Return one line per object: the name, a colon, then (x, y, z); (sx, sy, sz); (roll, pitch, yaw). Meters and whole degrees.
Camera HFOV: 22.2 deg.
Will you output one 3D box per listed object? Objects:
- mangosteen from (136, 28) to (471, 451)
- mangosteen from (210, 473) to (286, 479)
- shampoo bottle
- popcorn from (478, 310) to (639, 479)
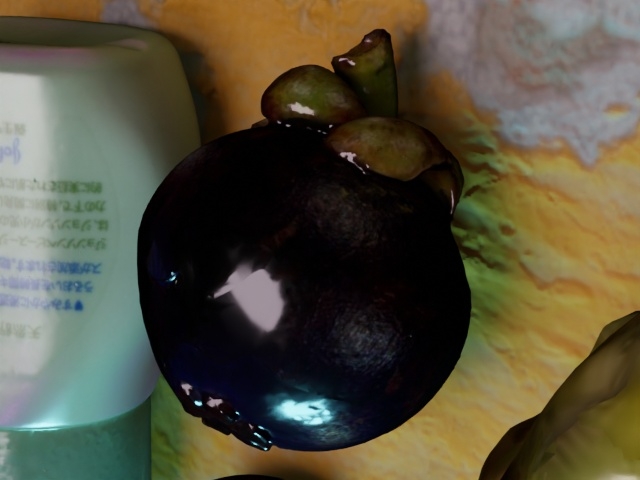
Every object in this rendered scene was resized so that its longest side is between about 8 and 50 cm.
mangosteen: (0.000, 0.000, 0.877); (0.194, 0.194, 0.230); (17, 76, 32)
mangosteen: (-0.043, 0.210, 0.994); (0.140, 0.140, 0.140); (10, 107, 34)
shampoo bottle: (-0.177, 0.042, 1.019); (0.222, 0.151, 0.349); (7, 105, 22)
popcorn: (0.209, 0.158, 0.686); (0.312, 0.312, 0.312); (10, 107, 34)
